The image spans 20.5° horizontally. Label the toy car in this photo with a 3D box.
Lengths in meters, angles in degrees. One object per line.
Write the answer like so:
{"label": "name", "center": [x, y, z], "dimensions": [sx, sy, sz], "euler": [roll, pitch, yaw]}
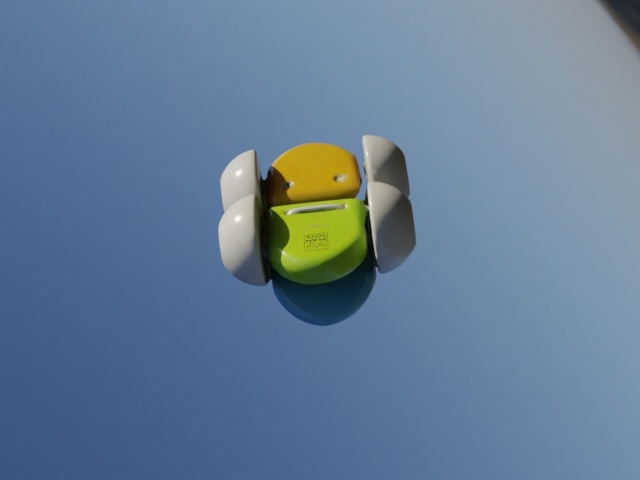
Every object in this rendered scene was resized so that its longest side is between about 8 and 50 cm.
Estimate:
{"label": "toy car", "center": [0.000, 0.000, 1.484], "dimensions": [0.182, 0.159, 0.136], "euler": [-94, -3, -58]}
